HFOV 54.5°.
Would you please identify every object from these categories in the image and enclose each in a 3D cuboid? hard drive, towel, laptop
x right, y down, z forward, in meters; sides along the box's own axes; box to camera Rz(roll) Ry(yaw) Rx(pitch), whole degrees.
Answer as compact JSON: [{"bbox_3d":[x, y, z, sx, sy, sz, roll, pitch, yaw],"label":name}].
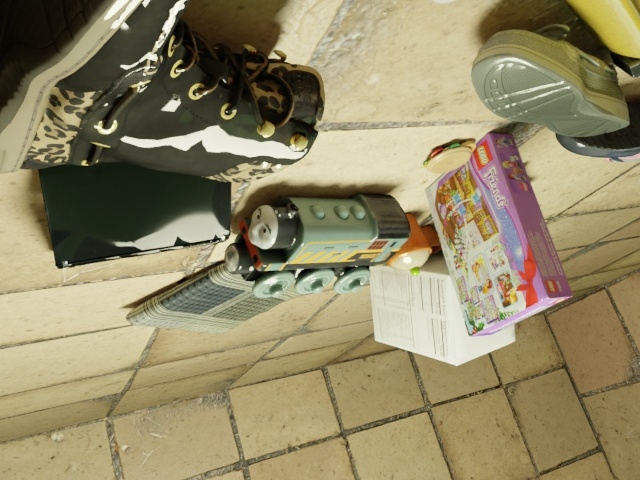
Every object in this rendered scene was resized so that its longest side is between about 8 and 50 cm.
[{"bbox_3d":[0.468,-0.265,0.828,0.135,0.022,0.094,-25,-159,19],"label":"hard drive"},{"bbox_3d":[-0.206,0.122,1.374,0.312,0.056,0.324,-28,157,19],"label":"towel"},{"bbox_3d":[-0.256,-0.045,0.868,0.234,0.137,0.264,-9,-178,-22],"label":"laptop"}]

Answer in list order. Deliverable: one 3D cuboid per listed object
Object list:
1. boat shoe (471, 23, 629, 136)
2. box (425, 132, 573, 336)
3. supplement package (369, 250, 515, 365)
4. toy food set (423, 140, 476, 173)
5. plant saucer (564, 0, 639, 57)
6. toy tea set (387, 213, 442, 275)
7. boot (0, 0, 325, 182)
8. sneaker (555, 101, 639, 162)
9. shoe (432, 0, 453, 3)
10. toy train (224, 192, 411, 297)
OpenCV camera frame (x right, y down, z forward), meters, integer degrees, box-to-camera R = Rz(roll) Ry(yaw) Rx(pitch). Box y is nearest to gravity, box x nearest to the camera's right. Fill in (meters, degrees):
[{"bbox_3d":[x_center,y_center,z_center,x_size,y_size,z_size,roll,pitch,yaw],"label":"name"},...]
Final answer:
[{"bbox_3d":[0.308,-0.215,0.818,0.320,0.103,0.118,6,170,-39],"label":"boat shoe"},{"bbox_3d":[0.290,-0.005,1.058,0.057,0.294,0.201,-2,157,-26],"label":"box"},{"bbox_3d":[0.273,0.139,1.424,0.199,0.198,0.262,-12,-170,-34],"label":"supplement package"},{"bbox_3d":[0.215,-0.138,1.042,0.082,0.020,0.083,-8,159,-26],"label":"toy food set"},{"bbox_3d":[0.422,-0.317,0.636,0.332,0.081,0.332,-30,158,32],"label":"plant saucer"},{"bbox_3d":[0.256,0.014,1.347,0.335,0.124,0.200,-13,161,-14],"label":"toy tea set"},{"bbox_3d":[-0.112,-0.151,0.529,0.284,0.138,0.377,2,157,-42],"label":"boot"},{"bbox_3d":[0.508,-0.172,1.072,0.318,0.112,0.131,-7,156,-25],"label":"sneaker"},{"bbox_3d":[0.158,-0.274,0.539,0.177,0.064,0.081,-22,166,25],"label":"shoe"},{"bbox_3d":[0.000,0.000,1.085,0.333,0.142,0.190,0,142,-38],"label":"toy train"}]
